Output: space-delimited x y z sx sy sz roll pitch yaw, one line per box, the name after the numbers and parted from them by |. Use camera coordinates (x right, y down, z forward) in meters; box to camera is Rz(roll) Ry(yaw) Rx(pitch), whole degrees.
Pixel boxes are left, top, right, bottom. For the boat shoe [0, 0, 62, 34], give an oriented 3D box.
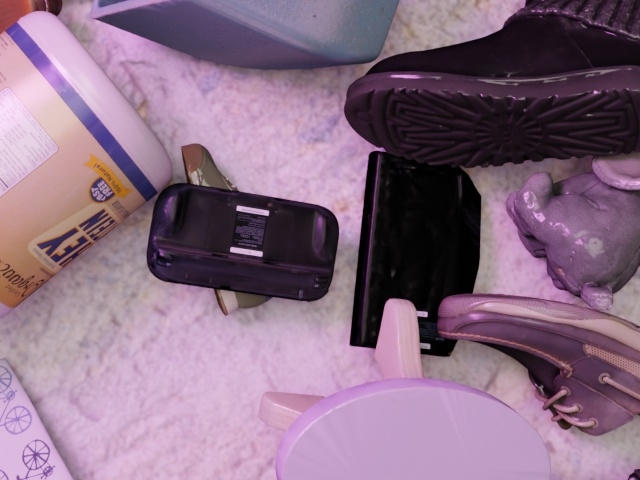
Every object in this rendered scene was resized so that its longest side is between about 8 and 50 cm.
-0.380 -0.234 1.312 0.207 0.073 0.073 -8 103 23 | boat shoe

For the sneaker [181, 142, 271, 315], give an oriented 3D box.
-0.090 -0.019 1.303 0.086 0.064 0.192 -14 84 -9 | sneaker

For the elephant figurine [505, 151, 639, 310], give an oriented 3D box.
0.330 -0.053 1.255 0.239 0.169 0.186 -33 78 -1 | elephant figurine

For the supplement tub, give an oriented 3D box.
-0.335 -0.058 1.219 0.316 0.228 0.228 -39 84 -5 | supplement tub

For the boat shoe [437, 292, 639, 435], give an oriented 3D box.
0.290 0.142 1.242 0.355 0.132 0.130 14 87 -3 | boat shoe

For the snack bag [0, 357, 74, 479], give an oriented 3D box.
-0.396 0.330 1.200 0.342 0.037 0.323 -33 60 -6 | snack bag

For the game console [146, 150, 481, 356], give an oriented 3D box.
0.000 0.000 1.267 0.361 0.044 0.213 9 82 -15 | game console

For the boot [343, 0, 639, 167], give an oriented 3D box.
0.209 -0.214 1.268 0.348 0.131 0.260 1 56 11 | boot

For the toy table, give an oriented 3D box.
0.074 0.199 1.189 0.274 0.161 0.252 20 98 -21 | toy table

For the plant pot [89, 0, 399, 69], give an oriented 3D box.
-0.048 -0.298 1.244 0.252 0.247 0.248 25 81 -32 | plant pot

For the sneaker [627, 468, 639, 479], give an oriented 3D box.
0.358 0.284 1.244 0.330 0.122 0.146 20 75 -3 | sneaker
